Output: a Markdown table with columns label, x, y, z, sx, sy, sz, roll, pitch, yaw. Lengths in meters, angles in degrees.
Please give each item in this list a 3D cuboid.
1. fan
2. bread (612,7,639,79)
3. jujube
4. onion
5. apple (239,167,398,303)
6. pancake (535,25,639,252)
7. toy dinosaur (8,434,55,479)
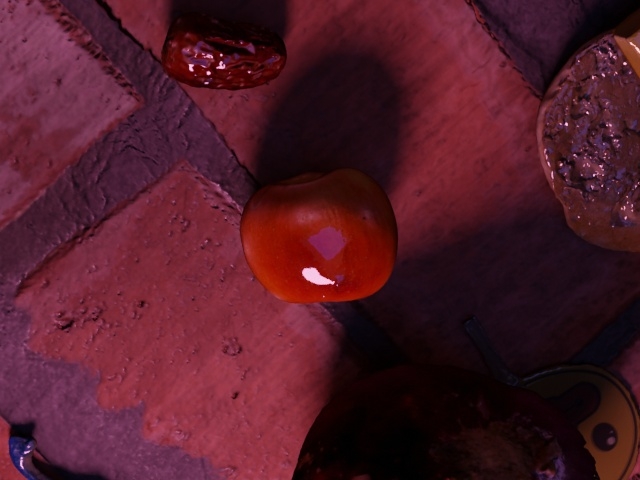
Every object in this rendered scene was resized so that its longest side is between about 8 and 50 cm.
| label | x | y | z | sx | sy | sz | roll | pitch | yaw |
| --- | --- | --- | --- | --- | --- | --- | --- | --- | --- |
| fan | 0.256 | 0.216 | 1.619 | 0.229 | 0.011 | 0.335 | -34 | 112 | -2 |
| bread | 0.406 | -0.159 | 1.477 | 0.088 | 0.049 | 0.226 | -40 | 111 | -2 |
| jujube | -0.096 | -0.189 | 1.389 | 0.129 | 0.077 | 0.077 | 2 | 105 | -25 |
| onion | 0.117 | 0.329 | 1.488 | 0.347 | 0.348 | 0.385 | 4 | 140 | -15 |
| apple | 0.000 | 0.000 | 1.418 | 0.163 | 0.163 | 0.139 | -15 | 101 | -9 |
| pancake | 0.367 | -0.115 | 1.529 | 0.282 | 0.049 | 0.282 | -5 | 108 | -16 |
| toy dinosaur | -0.274 | 0.342 | 1.512 | 0.188 | 0.075 | 0.248 | 14 | 107 | -7 |
